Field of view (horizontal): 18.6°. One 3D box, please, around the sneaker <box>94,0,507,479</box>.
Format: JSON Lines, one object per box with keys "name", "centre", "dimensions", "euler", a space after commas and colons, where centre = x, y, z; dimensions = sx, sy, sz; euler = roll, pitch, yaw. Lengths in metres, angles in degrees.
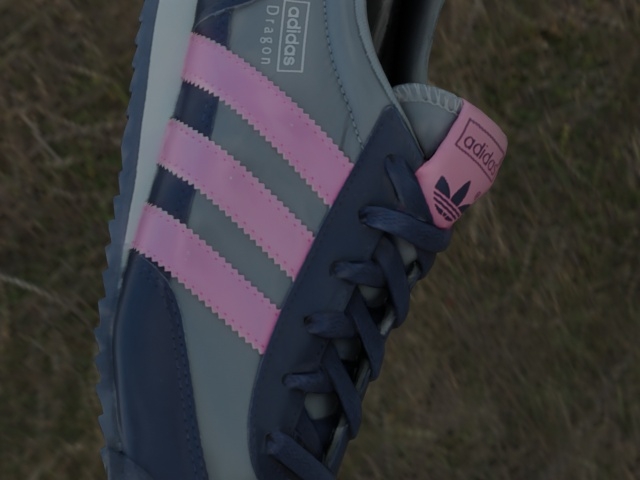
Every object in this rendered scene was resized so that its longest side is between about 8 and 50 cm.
{"name": "sneaker", "centre": [0.000, 0.000, 0.714], "dimensions": [0.131, 0.112, 0.319], "euler": [-5, 69, 20]}
